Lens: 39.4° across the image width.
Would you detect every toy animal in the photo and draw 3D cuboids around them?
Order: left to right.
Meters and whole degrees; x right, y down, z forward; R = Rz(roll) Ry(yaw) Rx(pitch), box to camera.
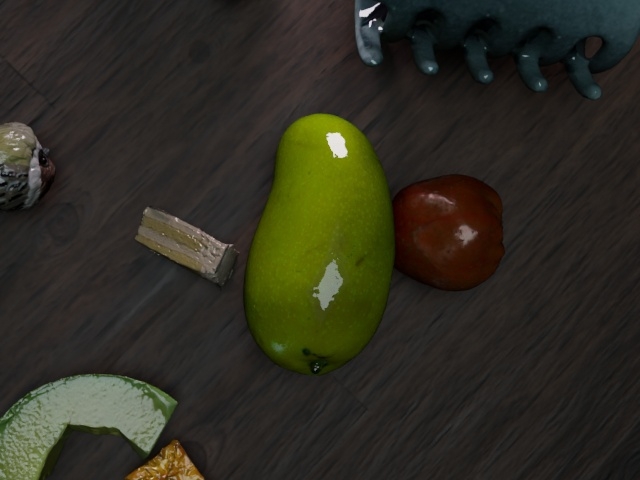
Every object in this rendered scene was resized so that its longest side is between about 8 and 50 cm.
[{"bbox_3d":[-0.348,-0.062,0.958,0.098,0.098,0.137,39,70,-3],"label":"toy animal"}]

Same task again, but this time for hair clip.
[{"bbox_3d":[0.196,-0.299,0.949,0.318,0.392,0.238,7,115,-8],"label":"hair clip"}]

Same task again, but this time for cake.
[{"bbox_3d":[-0.153,0.008,1.013,0.121,0.065,0.052,25,84,18],"label":"cake"}]

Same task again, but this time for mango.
[{"bbox_3d":[0.000,0.000,0.970,0.143,0.175,0.293,19,69,-44],"label":"mango"}]

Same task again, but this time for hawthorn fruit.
[{"bbox_3d":[0.136,-0.010,0.997,0.138,0.133,0.132,3,87,9],"label":"hawthorn fruit"}]

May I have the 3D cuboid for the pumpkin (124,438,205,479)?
[{"bbox_3d":[-0.166,0.272,0.986,0.074,0.054,0.083,-33,81,-24],"label":"pumpkin"}]

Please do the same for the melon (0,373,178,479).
[{"bbox_3d":[-0.260,0.204,0.975,0.210,0.064,0.118,-2,86,-9],"label":"melon"}]
